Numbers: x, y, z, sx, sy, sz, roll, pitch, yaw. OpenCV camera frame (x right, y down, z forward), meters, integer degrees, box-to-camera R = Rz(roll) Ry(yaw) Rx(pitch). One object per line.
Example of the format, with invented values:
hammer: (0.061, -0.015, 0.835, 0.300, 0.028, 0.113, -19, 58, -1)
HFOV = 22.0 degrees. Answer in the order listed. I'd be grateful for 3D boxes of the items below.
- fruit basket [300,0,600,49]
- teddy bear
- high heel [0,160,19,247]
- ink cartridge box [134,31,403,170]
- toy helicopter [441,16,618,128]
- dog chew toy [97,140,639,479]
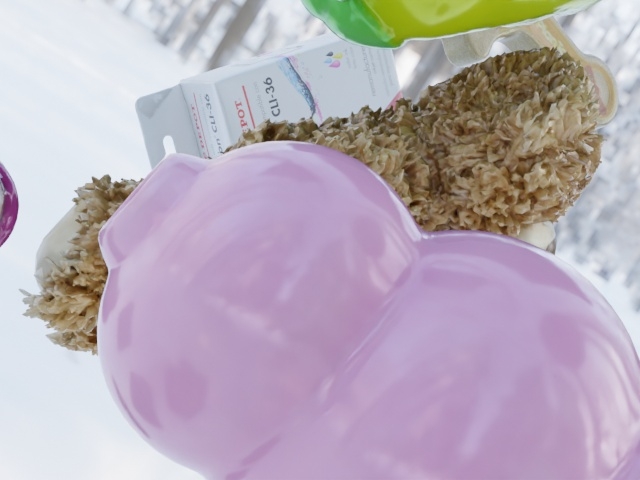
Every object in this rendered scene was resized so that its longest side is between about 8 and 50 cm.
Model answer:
fruit basket: (0.151, -0.227, 0.892, 0.283, 0.392, 0.392, 32, 2, -45)
teddy bear: (0.000, 0.000, 0.914, 0.245, 0.338, 0.113, 118, -44, -64)
high heel: (-0.297, -0.025, 0.917, 0.377, 0.127, 0.181, 9, -6, 24)
ink cartridge box: (-0.033, -0.084, 1.267, 0.067, 0.198, 0.115, 10, -62, 60)
toy helicopter: (0.198, -0.254, 1.706, 0.140, 0.235, 0.355, -15, -50, 45)
dog chew toy: (0.055, 0.092, 0.620, 0.332, 0.206, 0.206, 43, 2, -8)
